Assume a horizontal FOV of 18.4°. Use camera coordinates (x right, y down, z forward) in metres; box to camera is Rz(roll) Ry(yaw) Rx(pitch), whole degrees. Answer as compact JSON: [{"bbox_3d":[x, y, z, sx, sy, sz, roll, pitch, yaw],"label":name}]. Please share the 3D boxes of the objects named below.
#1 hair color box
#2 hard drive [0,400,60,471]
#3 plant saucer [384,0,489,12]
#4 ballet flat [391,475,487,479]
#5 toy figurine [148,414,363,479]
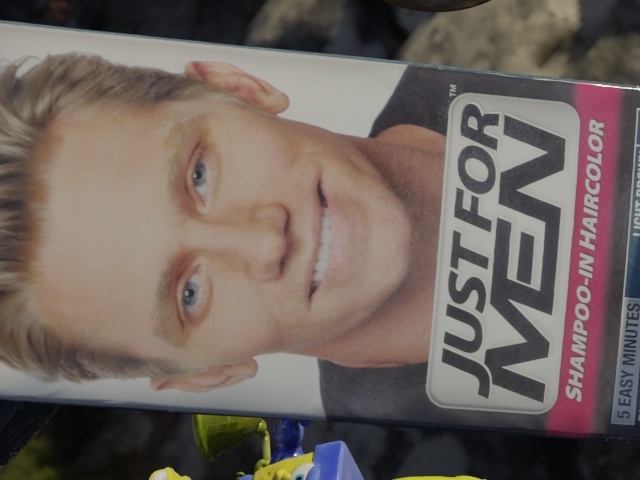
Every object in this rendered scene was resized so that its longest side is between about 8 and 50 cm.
[{"bbox_3d":[0.000,0.000,0.948,0.105,0.347,0.174,-179,93,-80],"label":"hair color box"},{"bbox_3d":[-0.315,0.113,1.735,0.254,0.054,0.172,-47,73,21],"label":"hard drive"},{"bbox_3d":[0.093,-0.269,1.536,0.198,0.198,0.036,-46,15,15],"label":"plant saucer"},{"bbox_3d":[0.136,0.181,1.134,0.231,0.077,0.077,22,51,29],"label":"ballet flat"},{"bbox_3d":[-0.018,0.247,1.820,0.217,0.191,0.362,-14,42,24],"label":"toy figurine"}]
